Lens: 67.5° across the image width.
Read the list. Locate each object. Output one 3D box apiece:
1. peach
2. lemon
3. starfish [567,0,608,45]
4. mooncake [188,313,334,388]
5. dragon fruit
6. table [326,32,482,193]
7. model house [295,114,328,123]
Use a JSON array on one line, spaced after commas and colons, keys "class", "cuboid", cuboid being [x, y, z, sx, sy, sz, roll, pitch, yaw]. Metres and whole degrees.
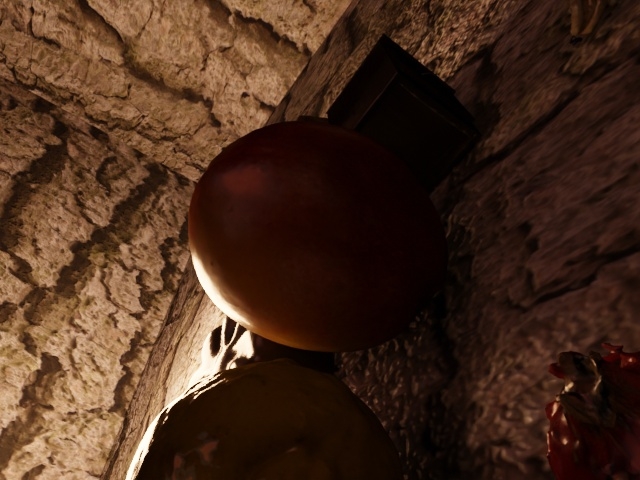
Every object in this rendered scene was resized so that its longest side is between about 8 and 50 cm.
[{"class": "peach", "cuboid": [0.000, 0.000, 0.629, 0.308, 0.333, 0.307, 19, -90, -74]}, {"class": "lemon", "cuboid": [-0.055, 0.256, 0.476, 0.316, 0.286, 0.285, 70, -147, -56]}, {"class": "starfish", "cuboid": [0.430, -0.478, 0.557, 0.324, 0.083, 0.431, -30, 36, 57]}, {"class": "mooncake", "cuboid": [-0.109, 0.227, 0.810, 0.306, 0.154, 0.306, -46, 25, 29]}, {"class": "dragon fruit", "cuboid": [0.187, 0.127, 0.294, 0.153, 0.111, 0.153, -54, 19, 28]}, {"class": "table", "cuboid": [0.129, -0.197, 0.778, 0.172, 0.169, 0.193, -50, 22, 28]}, {"class": "model house", "cuboid": [0.016, -0.123, 0.893, 0.136, 0.219, 0.207, -55, 19, 31]}]
